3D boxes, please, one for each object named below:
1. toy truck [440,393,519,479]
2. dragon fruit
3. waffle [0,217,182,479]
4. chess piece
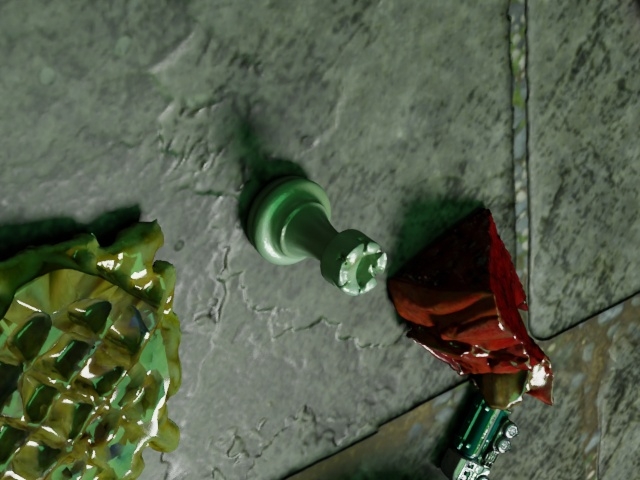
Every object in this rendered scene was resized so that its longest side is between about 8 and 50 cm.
[{"bbox_3d":[0.137,0.177,1.313,0.044,0.039,0.083,25,94,-27],"label":"toy truck"},{"bbox_3d":[0.130,0.071,1.249,0.092,0.122,0.192,-19,139,19],"label":"dragon fruit"},{"bbox_3d":[-0.185,0.101,1.004,0.223,0.054,0.204,-15,121,-34],"label":"waffle"},{"bbox_3d":[0.000,0.000,1.065,0.067,0.103,0.067,-18,122,-31],"label":"chess piece"}]
